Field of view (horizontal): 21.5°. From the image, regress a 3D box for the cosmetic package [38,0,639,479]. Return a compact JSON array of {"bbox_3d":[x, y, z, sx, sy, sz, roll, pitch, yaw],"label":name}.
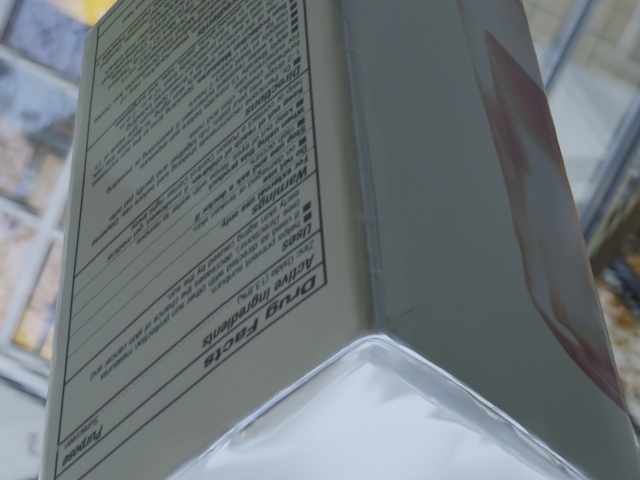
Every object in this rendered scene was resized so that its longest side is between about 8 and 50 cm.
[{"bbox_3d":[0.000,0.000,0.594,0.129,0.153,0.296,36,-149,-29],"label":"cosmetic package"}]
